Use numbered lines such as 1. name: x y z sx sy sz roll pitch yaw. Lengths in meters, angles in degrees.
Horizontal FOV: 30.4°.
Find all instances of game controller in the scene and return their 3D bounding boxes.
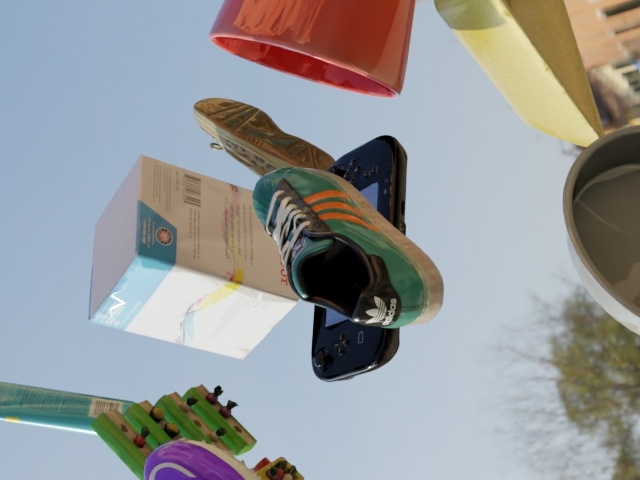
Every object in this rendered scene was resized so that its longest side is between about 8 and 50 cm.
1. game controller: 0.051 0.022 1.524 0.067 0.166 0.319 13 -113 -23

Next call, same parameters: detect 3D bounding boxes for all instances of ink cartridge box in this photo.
1. ink cartridge box: -0.196 0.032 1.842 0.270 0.197 0.198 17 -133 -25

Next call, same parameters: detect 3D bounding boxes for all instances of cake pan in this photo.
1. cake pan: 0.394 0.001 1.261 0.054 0.293 0.293 104 170 -53

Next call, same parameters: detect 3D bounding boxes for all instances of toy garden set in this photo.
1. toy garden set: -0.131 0.256 1.425 0.204 0.049 0.244 43 -163 16

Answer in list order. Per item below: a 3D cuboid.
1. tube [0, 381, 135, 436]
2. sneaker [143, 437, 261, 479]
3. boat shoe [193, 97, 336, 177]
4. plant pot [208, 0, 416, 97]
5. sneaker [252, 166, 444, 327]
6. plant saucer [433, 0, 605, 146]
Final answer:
1. tube: -0.345 0.217 1.521 0.080 0.207 0.052 -95 17 -71
2. sneaker: -0.086 0.319 1.068 0.293 0.102 0.146 57 -154 8
3. boat shoe: -0.103 -0.147 1.958 0.105 0.285 0.089 -29 -36 -44
4. plant pot: 0.014 -0.341 1.553 0.275 0.275 0.243 14 -87 -67
5. sneaker: 0.000 0.000 1.328 0.121 0.302 0.108 -4 -61 -42
6. plant saucer: 0.204 -0.295 1.370 0.333 0.081 0.332 41 -147 -44
